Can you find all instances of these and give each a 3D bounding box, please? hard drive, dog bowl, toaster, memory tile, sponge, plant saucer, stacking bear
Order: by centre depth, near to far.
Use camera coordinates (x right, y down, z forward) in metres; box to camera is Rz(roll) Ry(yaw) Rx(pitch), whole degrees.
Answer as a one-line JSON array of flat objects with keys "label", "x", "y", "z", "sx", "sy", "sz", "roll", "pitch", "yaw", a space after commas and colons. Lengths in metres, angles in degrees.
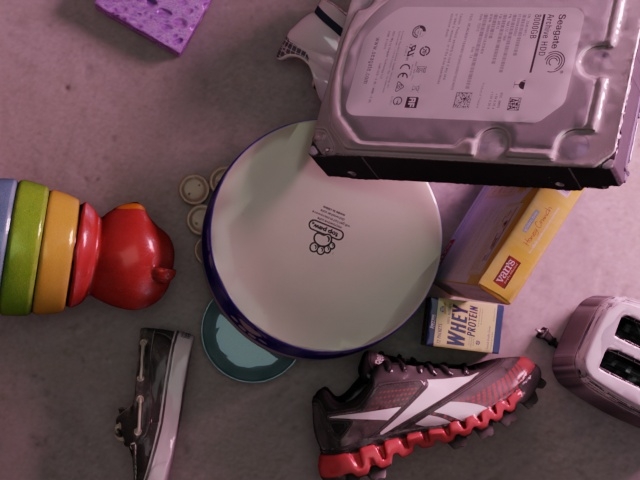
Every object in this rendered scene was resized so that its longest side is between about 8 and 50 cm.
[{"label": "hard drive", "x": 0.171, "y": -0.174, "z": 1.684, "sx": 0.339, "sy": 0.064, "sz": 0.236, "roll": 5, "pitch": 68, "yaw": 27}, {"label": "stacking bear", "x": -0.305, "y": 0.007, "z": 1.790, "sx": 0.289, "sy": 0.175, "sz": 0.164, "roll": 8, "pitch": 83, "yaw": -8}, {"label": "toaster", "x": 0.358, "y": 0.135, "z": 1.794, "sx": 0.227, "sy": 0.146, "sz": 0.129, "roll": 27, "pitch": 84, "yaw": 1}, {"label": "dog bowl", "x": 0.000, "y": 0.000, "z": 1.802, "sx": 0.265, "sy": 0.104, "sz": 0.264, "roll": 1, "pitch": 82, "yaw": -8}, {"label": "plant saucer", "x": -0.077, "y": 0.104, "z": 1.848, "sx": 0.119, "sy": 0.021, "sz": 0.119, "roll": 0, "pitch": 85, "yaw": -2}, {"label": "memory tile", "x": -0.084, "y": -0.037, "z": 1.864, "sx": 0.148, "sy": 0.012, "sz": 0.113, "roll": -15, "pitch": 86, "yaw": -3}, {"label": "sponge", "x": -0.163, "y": -0.334, "z": 1.877, "sx": 0.117, "sy": 0.031, "sz": 0.210, "roll": 29, "pitch": 85, "yaw": 1}]

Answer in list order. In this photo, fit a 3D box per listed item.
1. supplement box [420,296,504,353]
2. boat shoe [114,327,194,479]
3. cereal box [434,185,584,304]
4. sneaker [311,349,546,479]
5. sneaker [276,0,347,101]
[{"label": "supplement box", "x": 0.160, "y": 0.096, "z": 1.823, "sx": 0.083, "sy": 0.083, "sz": 0.056, "roll": 7, "pitch": 86, "yaw": 0}, {"label": "boat shoe", "x": -0.195, "y": 0.207, "z": 1.814, "sx": 0.070, "sy": 0.078, "sz": 0.219, "roll": 10, "pitch": 77, "yaw": -1}, {"label": "cereal box", "x": 0.203, "y": -0.015, "z": 1.756, "sx": 0.047, "sy": 0.240, "sz": 0.173, "roll": 33, "pitch": 86, "yaw": -8}, {"label": "sneaker", "x": 0.113, "y": 0.173, "z": 1.805, "sx": 0.276, "sy": 0.097, "sz": 0.135, "roll": -21, "pitch": 93, "yaw": -2}, {"label": "sneaker", "x": 0.058, "y": -0.170, "z": 1.852, "sx": 0.235, "sy": 0.090, "sz": 0.095, "roll": 45, "pitch": 97, "yaw": 7}]
